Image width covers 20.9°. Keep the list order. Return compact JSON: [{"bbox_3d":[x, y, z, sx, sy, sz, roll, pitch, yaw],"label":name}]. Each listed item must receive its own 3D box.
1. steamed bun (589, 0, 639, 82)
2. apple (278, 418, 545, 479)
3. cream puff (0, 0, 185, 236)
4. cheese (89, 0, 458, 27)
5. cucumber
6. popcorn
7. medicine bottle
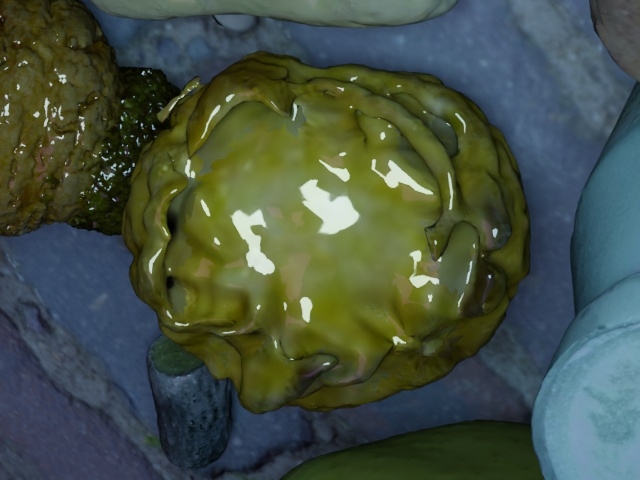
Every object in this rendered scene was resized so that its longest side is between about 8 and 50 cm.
[{"bbox_3d":[0.224,-0.224,0.732,0.199,0.251,0.301,8,134,12],"label":"steamed bun"},{"bbox_3d":[0.130,0.340,1.119,0.473,0.473,0.474,15,132,18],"label":"apple"},{"bbox_3d":[-0.165,-0.068,1.156,0.169,0.183,0.183,16,139,-22],"label":"cream puff"},{"bbox_3d":[-0.047,-0.202,1.009,0.263,0.093,0.159,8,128,25],"label":"cheese"},{"bbox_3d":[-0.098,0.122,1.326,0.064,0.064,0.112,13,133,20],"label":"cucumber"},{"bbox_3d":[0.000,0.000,1.062,0.250,0.190,0.250,4,112,9],"label":"popcorn"},{"bbox_3d":[0.245,0.020,0.885,0.245,0.290,0.245,15,132,18],"label":"medicine bottle"}]
